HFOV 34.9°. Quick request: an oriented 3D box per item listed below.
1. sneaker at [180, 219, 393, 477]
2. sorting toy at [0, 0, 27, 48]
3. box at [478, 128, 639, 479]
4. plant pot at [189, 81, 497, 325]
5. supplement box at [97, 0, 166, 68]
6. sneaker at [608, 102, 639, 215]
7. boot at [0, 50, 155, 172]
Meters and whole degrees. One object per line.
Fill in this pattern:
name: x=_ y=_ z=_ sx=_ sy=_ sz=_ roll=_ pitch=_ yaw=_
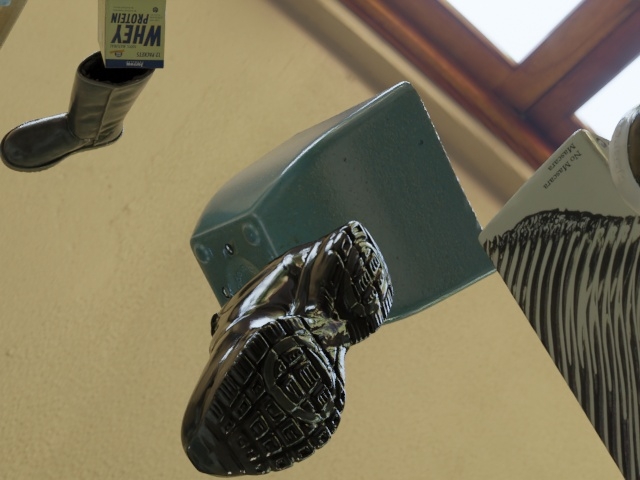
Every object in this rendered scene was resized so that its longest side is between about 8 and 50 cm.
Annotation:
sneaker: x=-0.041 y=0.092 z=0.822 sx=0.109 sy=0.130 sz=0.286 roll=64 pitch=-147 yaw=-16
sorting toy: x=-0.278 y=-0.160 z=0.658 sx=0.193 sy=0.208 sz=0.038 roll=-7 pitch=-105 yaw=-38
box: x=0.213 y=0.065 z=0.617 sx=0.094 sy=0.113 sz=0.275 roll=17 pitch=-147 yaw=-38
plant pot: x=0.000 y=0.000 z=1.184 sx=0.252 sy=0.247 sz=0.248 roll=-31 pitch=-83 yaw=-38
supplement box: x=-0.181 y=-0.216 z=0.972 sx=0.056 sy=0.083 sz=0.083 roll=-2 pitch=-151 yaw=-17
sneaker: x=0.241 y=-0.034 z=0.410 sx=0.216 sy=0.121 sz=0.079 roll=2 pitch=-101 yaw=-15
boot: x=-0.316 y=-0.166 z=1.313 sx=0.189 sy=0.208 sz=0.076 roll=-25 pitch=-91 yaw=-25
